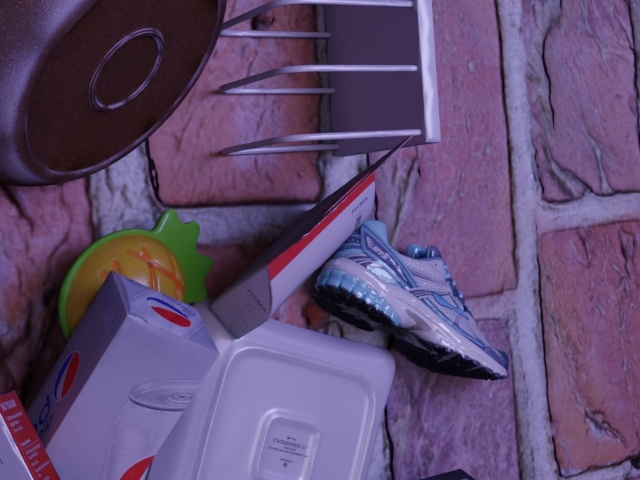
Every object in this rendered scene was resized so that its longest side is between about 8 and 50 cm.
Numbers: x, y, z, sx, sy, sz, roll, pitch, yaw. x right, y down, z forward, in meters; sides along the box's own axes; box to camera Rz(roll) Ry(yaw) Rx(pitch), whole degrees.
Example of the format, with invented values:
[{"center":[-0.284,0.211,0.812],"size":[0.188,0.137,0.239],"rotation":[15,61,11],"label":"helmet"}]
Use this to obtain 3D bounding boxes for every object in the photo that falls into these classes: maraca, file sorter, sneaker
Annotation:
[{"center":[-0.178,0.046,0.991],"size":[0.185,0.099,0.127],"rotation":[-37,121,-39],"label":"maraca"},{"center":[-0.006,-0.230,1.046],"size":[0.173,0.193,0.278],"rotation":[-5,92,-29],"label":"file sorter"},{"center":[0.130,0.071,1.177],"size":[0.283,0.110,0.122],"rotation":[34,68,-28],"label":"sneaker"}]

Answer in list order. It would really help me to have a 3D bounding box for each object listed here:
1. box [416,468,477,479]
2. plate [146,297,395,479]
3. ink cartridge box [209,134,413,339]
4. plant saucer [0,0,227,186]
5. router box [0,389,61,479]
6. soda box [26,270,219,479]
[{"center":[0.059,0.388,1.123],"size":[0.270,0.060,0.216],"rotation":[-5,111,-32],"label":"box"},{"center":[-0.044,0.228,1.103],"size":[0.277,0.045,0.278],"rotation":[19,80,-31],"label":"plate"},{"center":[0.000,0.000,1.012],"size":[0.056,0.224,0.181],"rotation":[50,56,-6],"label":"ink cartridge box"},{"center":[-0.183,-0.160,0.883],"size":[0.050,0.311,0.310],"rotation":[41,64,15],"label":"plant saucer"},{"center":[-0.331,0.329,0.789],"size":[0.335,0.082,0.301],"rotation":[-28,88,-6],"label":"router box"},{"center":[-0.210,0.178,0.908],"size":[0.098,0.091,0.286],"rotation":[28,101,-29],"label":"soda box"}]
